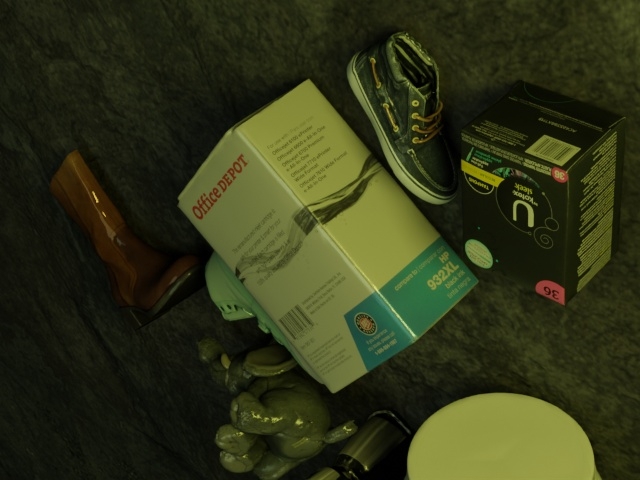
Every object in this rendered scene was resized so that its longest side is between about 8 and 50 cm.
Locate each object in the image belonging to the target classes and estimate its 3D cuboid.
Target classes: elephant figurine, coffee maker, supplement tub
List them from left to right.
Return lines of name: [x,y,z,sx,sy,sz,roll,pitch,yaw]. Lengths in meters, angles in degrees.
elephant figurine: [-0.070,0.204,1.670,0.186,0.239,0.169,23,125,-18]
coffee maker: [0.074,0.341,1.583,0.171,0.178,0.120,34,144,25]
supplement tub: [0.215,0.366,1.378,0.241,0.241,0.331,24,138,36]

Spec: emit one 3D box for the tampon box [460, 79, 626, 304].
tampon box: [0.209,-0.045,1.114,0.120,0.101,0.161,26,140,35]

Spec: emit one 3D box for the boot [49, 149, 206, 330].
boot: [-0.295,-0.019,1.799,0.280,0.096,0.264,60,155,1]

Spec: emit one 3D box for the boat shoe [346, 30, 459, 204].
boat shoe: [0.099,-0.123,1.205,0.183,0.065,0.083,57,148,-7]

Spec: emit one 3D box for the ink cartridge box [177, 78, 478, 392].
ink cartridge box: [0.000,0.000,1.386,0.307,0.129,0.223,50,148,2]

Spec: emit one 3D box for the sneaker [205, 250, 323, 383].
sneaker: [-0.059,0.097,1.583,0.256,0.094,0.151,57,142,10]
